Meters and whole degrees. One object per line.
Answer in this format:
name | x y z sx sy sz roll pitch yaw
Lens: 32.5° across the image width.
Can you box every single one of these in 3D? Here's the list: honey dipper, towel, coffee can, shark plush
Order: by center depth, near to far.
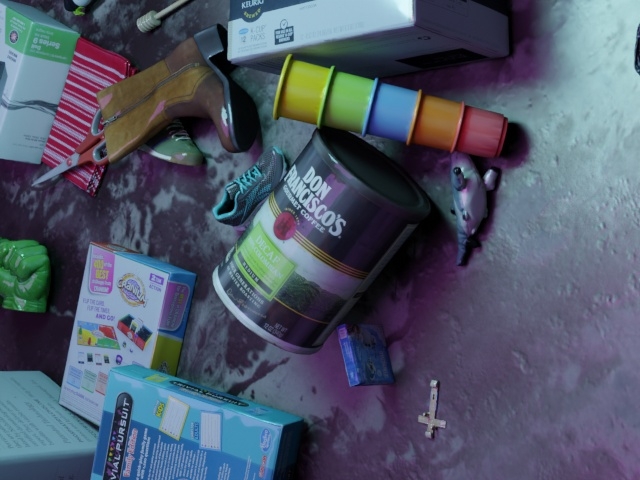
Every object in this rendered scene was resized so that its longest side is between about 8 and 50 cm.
shark plush | 0.209 -0.047 1.555 0.067 0.073 0.161 15 118 60
coffee can | 0.000 0.000 1.600 0.275 0.201 0.201 -53 55 19
honey dipper | -0.271 -0.424 2.005 0.161 0.030 0.030 -20 73 34
towel | -0.458 -0.248 2.149 0.199 0.031 0.274 32 107 39

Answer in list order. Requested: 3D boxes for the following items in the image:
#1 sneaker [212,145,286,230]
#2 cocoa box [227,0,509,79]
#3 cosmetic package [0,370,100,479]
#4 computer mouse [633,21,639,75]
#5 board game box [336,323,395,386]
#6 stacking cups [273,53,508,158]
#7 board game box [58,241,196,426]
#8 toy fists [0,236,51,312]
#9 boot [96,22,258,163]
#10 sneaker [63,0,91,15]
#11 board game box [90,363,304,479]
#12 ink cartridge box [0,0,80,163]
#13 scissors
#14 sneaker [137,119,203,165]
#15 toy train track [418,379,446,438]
sneaker | -0.118 -0.084 1.806 0.065 0.076 0.166 48 116 32
cocoa box | 0.066 -0.368 1.568 0.347 0.231 0.227 -2 85 41
cosmetic package | -0.632 0.452 1.994 0.327 0.394 0.329 29 106 39
computer mouse | 0.430 -0.170 1.361 0.071 0.041 0.242 -22 71 38
board game box | 0.067 0.168 1.612 0.020 0.090 0.090 -24 71 35
stacking cups | 0.096 -0.171 1.520 0.316 0.096 0.096 16 98 1
board game box | -0.355 0.183 1.996 0.242 0.064 0.316 18 98 41
toy fists | -0.650 0.063 2.245 0.279 0.096 0.142 5 88 43
boot | -0.258 -0.209 1.876 0.280 0.096 0.264 -27 67 18
sneaker | -0.521 -0.545 2.194 0.097 0.084 0.234 -47 58 29
board game box | -0.209 0.368 1.785 0.336 0.079 0.253 14 96 26
ink cartridge box | -0.629 -0.326 2.243 0.211 0.122 0.289 31 107 39
scissors | -0.469 -0.149 2.114 0.297 0.021 0.109 -38 64 31
sneaker | -0.276 -0.193 1.959 0.192 0.064 0.086 21 105 43
toy train track | 0.158 0.242 1.577 0.048 0.014 0.083 6 89 41
